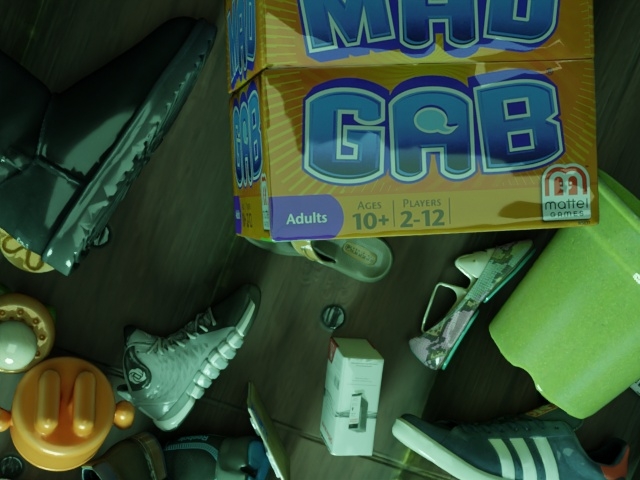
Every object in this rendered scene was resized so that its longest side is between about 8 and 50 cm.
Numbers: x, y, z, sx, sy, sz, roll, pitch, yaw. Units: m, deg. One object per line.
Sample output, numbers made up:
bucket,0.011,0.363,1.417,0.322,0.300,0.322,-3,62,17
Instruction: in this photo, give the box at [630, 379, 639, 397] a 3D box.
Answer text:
box,0.490,0.119,1.884,0.114,0.036,0.207,42,92,-15

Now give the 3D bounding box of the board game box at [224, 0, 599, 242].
board game box,0.086,-0.186,1.559,0.356,0.356,0.356,-3,92,-10

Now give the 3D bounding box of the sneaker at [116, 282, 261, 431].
sneaker,-0.184,0.128,1.743,0.132,0.086,0.229,34,95,-12

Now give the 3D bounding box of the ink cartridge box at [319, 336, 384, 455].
ink cartridge box,0.040,0.207,1.790,0.056,0.099,0.135,4,102,-12

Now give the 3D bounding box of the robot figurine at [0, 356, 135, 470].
robot figurine,-0.325,0.218,1.680,0.158,0.219,0.128,-36,83,-22

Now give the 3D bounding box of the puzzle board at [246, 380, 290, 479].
puzzle board,-0.070,0.259,1.783,0.011,0.096,0.128,-24,105,5

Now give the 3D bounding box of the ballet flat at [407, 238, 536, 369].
ballet flat,0.196,0.071,1.810,0.079,0.077,0.221,38,94,5

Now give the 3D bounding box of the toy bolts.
toy bolts,-0.413,0.038,1.644,0.228,0.158,0.218,22,97,-14

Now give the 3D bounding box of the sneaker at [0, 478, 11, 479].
sneaker,-0.346,0.367,1.757,0.208,0.094,0.081,6,99,-13

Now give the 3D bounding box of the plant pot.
plant pot,0.367,0.084,1.759,0.276,0.276,0.254,38,105,-15

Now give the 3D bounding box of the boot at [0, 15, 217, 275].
boot,-0.396,-0.223,1.614,0.445,0.146,0.367,32,75,-2

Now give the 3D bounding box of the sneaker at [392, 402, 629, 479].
sneaker,0.268,0.272,1.839,0.350,0.131,0.148,23,90,-19

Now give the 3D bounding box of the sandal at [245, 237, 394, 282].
sandal,0.000,0.000,1.760,0.219,0.060,0.090,26,96,-14

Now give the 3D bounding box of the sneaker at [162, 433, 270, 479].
sneaker,-0.140,0.413,1.810,0.139,0.125,0.341,5,105,17

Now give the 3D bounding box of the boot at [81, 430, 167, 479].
boot,-0.238,0.363,1.718,0.106,0.082,0.219,-14,87,-49
